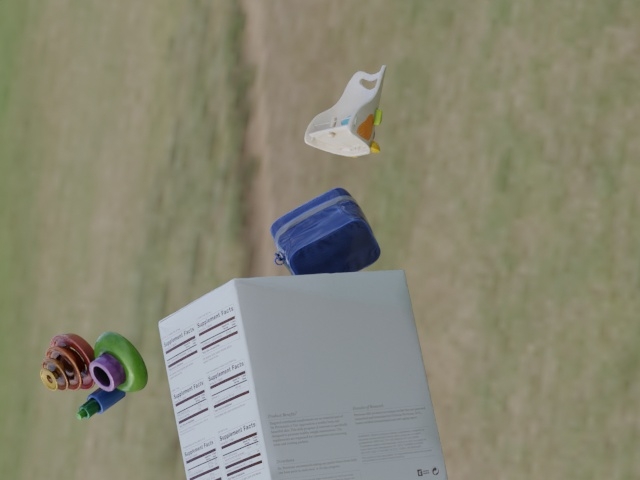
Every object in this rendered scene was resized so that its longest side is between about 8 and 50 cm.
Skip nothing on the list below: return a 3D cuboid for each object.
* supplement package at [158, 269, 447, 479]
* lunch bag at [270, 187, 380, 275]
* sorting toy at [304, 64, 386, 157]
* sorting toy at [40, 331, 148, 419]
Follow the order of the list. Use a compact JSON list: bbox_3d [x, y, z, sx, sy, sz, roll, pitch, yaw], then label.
[{"bbox_3d":[-0.018,0.146,1.837,0.149,0.194,0.203,-29,68,53],"label":"supplement package"},{"bbox_3d":[0.000,0.000,1.924,0.065,0.098,0.067,61,177,48],"label":"lunch bag"},{"bbox_3d":[0.033,-0.113,1.698,0.083,0.045,0.075,-6,62,63],"label":"sorting toy"},{"bbox_3d":[-0.175,0.103,1.501,0.102,0.042,0.061,0,119,47],"label":"sorting toy"}]
